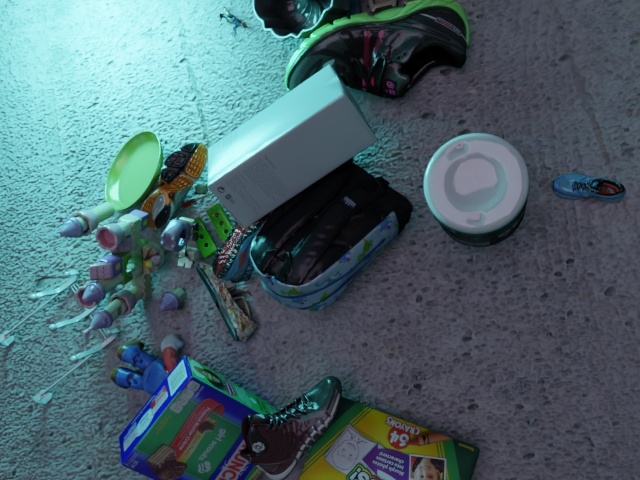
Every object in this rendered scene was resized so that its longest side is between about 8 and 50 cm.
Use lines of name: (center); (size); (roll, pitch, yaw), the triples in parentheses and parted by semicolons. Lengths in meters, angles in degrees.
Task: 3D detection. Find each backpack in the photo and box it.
backpack: (0.000, 0.000, 1.567); (0.290, 0.273, 0.355); (34, 58, 22)

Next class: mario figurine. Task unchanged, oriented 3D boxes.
mario figurine: (-0.389, 0.378, 1.721); (0.320, 0.170, 0.198); (17, 125, 27)

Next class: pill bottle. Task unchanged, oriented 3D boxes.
pill bottle: (0.346, -0.093, 1.424); (0.204, 0.361, 0.204); (-2, 83, 16)

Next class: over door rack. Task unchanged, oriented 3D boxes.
over door rack: (-0.750, 0.273, 1.819); (0.324, 0.108, 0.239); (-42, 74, 8)

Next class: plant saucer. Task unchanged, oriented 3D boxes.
plant saucer: (-0.509, -0.188, 1.800); (0.241, 0.037, 0.241); (-19, 58, 33)

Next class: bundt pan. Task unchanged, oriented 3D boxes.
bundt pan: (-0.028, -0.676, 1.681); (0.331, 0.124, 0.331); (3, 95, 40)

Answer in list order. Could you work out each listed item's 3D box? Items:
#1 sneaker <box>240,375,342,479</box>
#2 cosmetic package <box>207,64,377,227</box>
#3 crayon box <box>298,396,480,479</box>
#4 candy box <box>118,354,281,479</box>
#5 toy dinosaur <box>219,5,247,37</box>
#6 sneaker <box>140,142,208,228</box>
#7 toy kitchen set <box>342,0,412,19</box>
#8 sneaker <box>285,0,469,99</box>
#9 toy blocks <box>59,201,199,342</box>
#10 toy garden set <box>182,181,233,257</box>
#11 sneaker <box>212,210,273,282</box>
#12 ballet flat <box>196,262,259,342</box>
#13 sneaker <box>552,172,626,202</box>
sneaker: (-0.081, 0.410, 1.497); (0.162, 0.106, 0.281); (35, 89, -23)
cosmetic package: (-0.077, -0.229, 1.561); (0.385, 0.156, 0.217); (-30, 33, 13)
crayon box: (0.141, 0.567, 1.486); (0.363, 0.106, 0.313); (16, 67, 17)
candy box: (-0.273, 0.471, 1.568); (0.317, 0.122, 0.268); (36, 95, -27)
toy dinosaur: (-0.241, -0.620, 1.819); (0.082, 0.047, 0.090); (10, 75, -2)
sneaker: (-0.388, -0.156, 1.756); (0.099, 0.121, 0.262); (37, 101, -5)
toy kitchen set: (0.134, -0.660, 1.651); (0.207, 0.166, 0.122); (-9, 81, 14)
sneaker: (0.135, -0.447, 1.619); (0.483, 0.185, 0.202); (-16, 76, 14)
toy blocks: (-0.507, 0.082, 1.648); (0.309, 0.260, 0.288); (12, 115, 15)
toy garden set: (-0.255, -0.102, 1.758); (0.244, 0.049, 0.204); (-34, 78, 10)
sneaker: (-0.169, -0.004, 1.688); (0.262, 0.125, 0.104); (-52, 48, 10)
ballet flat: (-0.243, 0.155, 1.716); (0.077, 0.091, 0.241); (-27, 80, -20)
sneaker: (0.622, -0.128, 1.501); (0.162, 0.073, 0.063); (6, 85, 16)
